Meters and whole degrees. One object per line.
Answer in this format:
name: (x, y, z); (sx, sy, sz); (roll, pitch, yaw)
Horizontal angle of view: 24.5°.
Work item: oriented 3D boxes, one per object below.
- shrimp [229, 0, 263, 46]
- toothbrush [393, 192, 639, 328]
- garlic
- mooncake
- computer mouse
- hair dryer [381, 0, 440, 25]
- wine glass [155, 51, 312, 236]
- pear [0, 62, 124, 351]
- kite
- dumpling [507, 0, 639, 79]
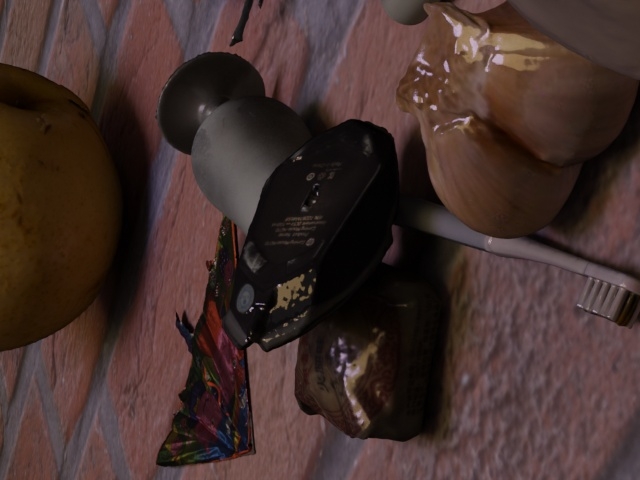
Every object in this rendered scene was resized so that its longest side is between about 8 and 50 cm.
shrimp: (-0.071, -0.268, 1.237); (0.172, 0.137, 0.372); (56, 165, -9)
toothbrush: (0.103, 0.000, 0.944); (0.030, 0.025, 0.342); (-65, 27, 1)
garlic: (0.119, -0.080, 0.849); (0.124, 0.099, 0.174); (47, 138, 31)
mooncake: (0.030, 0.075, 1.043); (0.130, 0.073, 0.125); (9, 95, 63)
computer mouse: (0.000, 0.000, 1.014); (0.106, 0.062, 0.192); (2, 57, 43)
hair dryer: (0.069, -0.217, 1.029); (0.063, 0.038, 0.124); (136, 138, -54)
wine glass: (-0.049, -0.062, 1.189); (0.231, 0.103, 0.103); (49, 132, 51)
pear: (-0.386, -0.039, 1.643); (0.348, 0.348, 0.348); (-178, 90, -65)
kite: (-0.104, 0.125, 1.395); (0.234, 0.016, 0.321); (-125, 43, -52)
dumpling: (0.143, -0.140, 0.585); (0.341, 0.260, 0.181); (-115, 30, -52)
